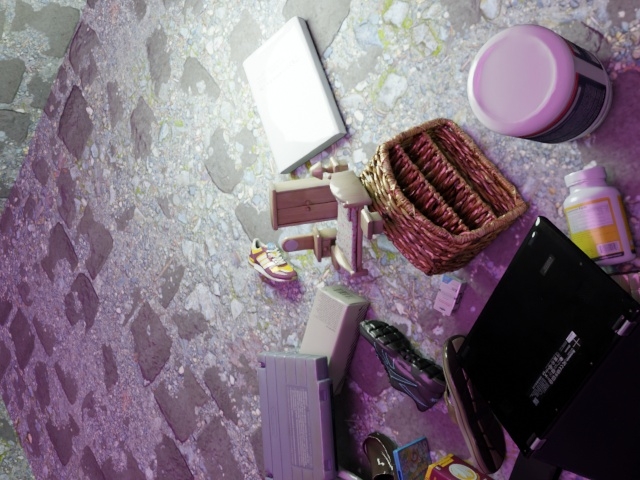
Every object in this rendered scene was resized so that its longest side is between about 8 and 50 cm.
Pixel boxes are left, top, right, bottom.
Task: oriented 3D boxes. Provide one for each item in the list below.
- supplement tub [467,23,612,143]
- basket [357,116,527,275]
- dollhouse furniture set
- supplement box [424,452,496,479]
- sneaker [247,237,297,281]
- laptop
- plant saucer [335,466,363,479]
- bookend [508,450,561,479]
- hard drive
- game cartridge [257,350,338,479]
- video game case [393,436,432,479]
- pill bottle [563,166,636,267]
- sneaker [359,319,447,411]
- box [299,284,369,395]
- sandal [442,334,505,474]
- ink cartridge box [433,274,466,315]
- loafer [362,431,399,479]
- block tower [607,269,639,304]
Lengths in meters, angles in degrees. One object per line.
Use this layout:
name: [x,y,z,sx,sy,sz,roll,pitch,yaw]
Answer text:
supplement tub: [0.413,-0.278,1.193,0.191,0.272,0.191,2,93,40]
basket: [0.243,-0.104,1.384,0.223,0.213,0.299,-48,63,32]
dollhouse furniture set: [0.000,0.000,1.467,0.355,0.173,0.303,-115,20,-54]
supplement box: [0.330,0.561,1.414,0.188,0.104,0.081,23,106,37]
sneaker: [-0.135,0.054,1.806,0.185,0.069,0.084,22,111,36]
laptop: [0.518,0.226,1.201,0.408,0.236,0.382,58,136,44]
plant saucer: [0.069,0.766,1.648,0.400,0.100,0.401,2,93,40]
bookend: [0.474,0.494,1.310,0.156,0.072,0.157,25,107,36]
hard drive: [-0.077,-0.390,1.752,0.233,0.047,0.353,-29,73,37]
game cartridge: [-0.059,0.467,1.648,0.230,0.068,0.355,-4,89,39]
video game case: [0.225,0.554,1.492,0.015,0.119,0.166,-18,81,42]
pill bottle: [0.523,-0.041,1.223,0.103,0.103,0.184,-17,81,39]
sneaker: [0.180,0.293,1.532,0.267,0.101,0.106,41,119,32]
box: [0.024,0.262,1.666,0.113,0.094,0.275,29,111,36]
sandal: [0.317,0.360,1.415,0.086,0.120,0.303,-21,79,53]
ink cartridge box: [0.295,0.125,1.472,0.048,0.028,0.083,28,109,36]
loafer: [0.158,0.554,1.556,0.220,0.078,0.080,50,123,46]
block tower: [0.521,0.114,1.241,0.335,0.097,0.091,-11,85,38]
